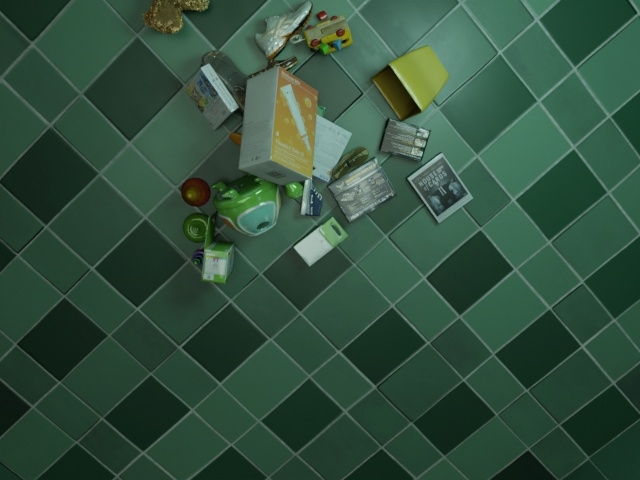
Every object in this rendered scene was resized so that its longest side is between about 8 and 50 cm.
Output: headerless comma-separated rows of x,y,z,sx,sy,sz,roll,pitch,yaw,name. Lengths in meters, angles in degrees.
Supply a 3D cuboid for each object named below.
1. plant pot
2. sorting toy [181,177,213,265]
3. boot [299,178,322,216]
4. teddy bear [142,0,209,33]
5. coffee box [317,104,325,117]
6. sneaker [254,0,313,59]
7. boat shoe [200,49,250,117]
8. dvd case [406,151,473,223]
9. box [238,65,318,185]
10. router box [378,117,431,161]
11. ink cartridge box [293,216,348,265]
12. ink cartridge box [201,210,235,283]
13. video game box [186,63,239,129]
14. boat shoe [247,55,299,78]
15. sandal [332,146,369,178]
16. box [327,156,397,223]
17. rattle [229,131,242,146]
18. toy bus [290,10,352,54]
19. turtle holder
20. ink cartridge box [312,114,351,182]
0.353,-0.609,1.820,0.187,0.212,0.212,-40,101,-6,plant pot
-0.507,-0.065,1.943,0.127,0.126,0.365,-2,102,-2,sorting toy
-0.032,-0.192,1.967,0.086,0.069,0.190,4,111,-10,boot
-0.536,-0.925,1.772,0.245,0.113,0.338,-3,95,-9,teddy bear
-0.058,-0.455,1.914,0.113,0.040,0.184,14,102,-7,coffee box
-0.143,-0.816,1.806,0.262,0.099,0.121,-45,96,6,sneaker
-0.318,-0.560,1.841,0.355,0.130,0.132,49,58,-3,boat shoe
0.495,-0.218,1.993,0.179,0.029,0.238,-37,102,6,dvd case
-0.146,-0.400,1.721,0.168,0.215,0.345,-6,75,40,box
0.339,-0.405,1.937,0.179,0.046,0.133,14,102,-5,router box
0.000,0.000,2.007,0.209,0.062,0.109,-38,101,6,ink cartridge box
-0.403,0.023,1.933,0.097,0.189,0.255,8,102,-3,ink cartridge box
-0.410,-0.535,1.810,0.048,0.205,0.187,-44,105,-28,video game box
-0.185,-0.657,1.848,0.207,0.073,0.073,-31,104,5,boat shoe
0.115,-0.320,1.943,0.180,0.049,0.072,-38,126,-7,sandal
0.170,-0.205,1.970,0.231,0.056,0.183,-32,101,5,box
-0.238,-0.429,1.917,0.199,0.143,0.130,-47,135,-4,rattle
0.022,-0.759,1.818,0.202,0.104,0.191,23,70,25,toy bus
-0.255,-0.163,1.899,0.320,0.243,0.227,-42,122,-32,turtle holder
-0.016,-0.370,1.893,0.223,0.045,0.224,22,99,-30,ink cartridge box
